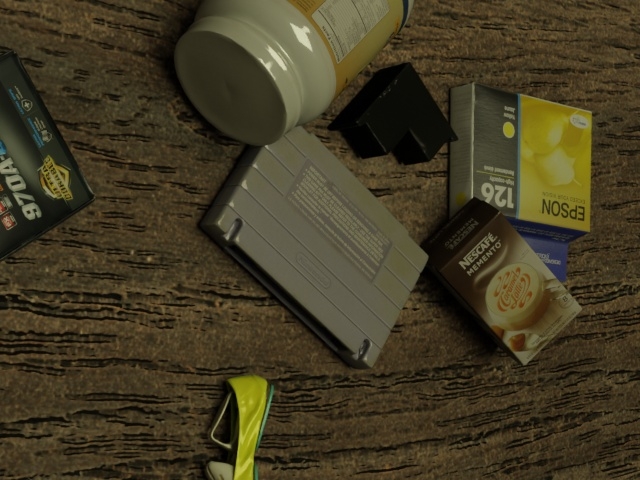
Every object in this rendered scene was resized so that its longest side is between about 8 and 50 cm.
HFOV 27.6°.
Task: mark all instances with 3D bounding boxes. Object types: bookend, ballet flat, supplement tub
[{"bbox_3d":[0.117,-0.170,2.054,0.156,0.072,0.157,-50,116,-31],"label":"bookend"},{"bbox_3d":[-0.121,0.299,1.814,0.077,0.077,0.231,13,73,-16],"label":"ballet flat"},{"bbox_3d":[-0.036,-0.303,1.841,0.316,0.228,0.228,-49,115,-32],"label":"supplement tub"}]

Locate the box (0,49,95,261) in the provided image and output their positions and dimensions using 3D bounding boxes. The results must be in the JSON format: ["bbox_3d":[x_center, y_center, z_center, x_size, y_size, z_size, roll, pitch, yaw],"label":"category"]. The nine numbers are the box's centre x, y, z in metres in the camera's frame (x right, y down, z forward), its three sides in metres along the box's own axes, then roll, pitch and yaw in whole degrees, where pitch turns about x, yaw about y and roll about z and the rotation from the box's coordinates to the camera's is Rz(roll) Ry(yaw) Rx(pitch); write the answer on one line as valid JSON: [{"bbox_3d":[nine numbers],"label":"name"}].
[{"bbox_3d":[-0.406,-0.102,1.628,0.175,0.051,0.220,-37,109,-36],"label":"box"}]

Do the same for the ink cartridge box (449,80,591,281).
[{"bbox_3d":[0.347,-0.096,2.241,0.303,0.072,0.307,7,79,-39],"label":"ink cartridge box"}]

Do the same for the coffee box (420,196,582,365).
[{"bbox_3d":[0.291,0.067,2.119,0.141,0.098,0.246,-45,116,-1],"label":"coffee box"}]

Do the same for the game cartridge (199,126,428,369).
[{"bbox_3d":[0.000,0.000,1.949,0.355,0.068,0.230,45,56,-27],"label":"game cartridge"}]
